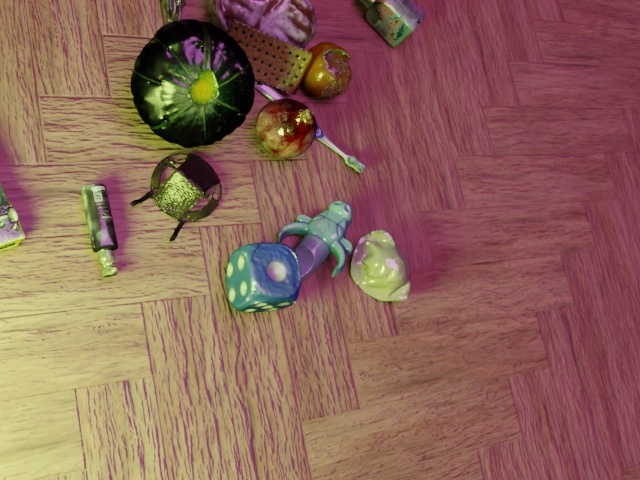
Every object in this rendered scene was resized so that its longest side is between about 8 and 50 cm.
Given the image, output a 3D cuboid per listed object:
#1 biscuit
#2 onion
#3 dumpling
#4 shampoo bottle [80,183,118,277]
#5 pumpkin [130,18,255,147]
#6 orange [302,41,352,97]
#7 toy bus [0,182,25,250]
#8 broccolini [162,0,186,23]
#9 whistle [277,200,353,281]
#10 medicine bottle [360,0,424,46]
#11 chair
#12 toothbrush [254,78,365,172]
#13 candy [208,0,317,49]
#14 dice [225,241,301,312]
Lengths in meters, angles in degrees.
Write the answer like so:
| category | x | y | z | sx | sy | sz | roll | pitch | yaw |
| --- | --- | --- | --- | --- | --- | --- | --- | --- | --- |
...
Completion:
| category | x | y | z | sx | sy | sz | roll | pitch | yaw |
| --- | --- | --- | --- | --- | --- | --- | --- | --- | --- |
| biscuit | -0.143 | -0.472 | 1.936 | 0.231 | 0.139 | 0.016 | 18 | 36 | -19 |
| onion | -0.075 | -0.291 | 1.895 | 0.159 | 0.195 | 0.160 | 5 | 81 | -30 |
| dumpling | 0.156 | 0.075 | 1.959 | 0.155 | 0.111 | 0.181 | -17 | 73 | 0 |
| shampoo bottle | -0.484 | -0.021 | 1.661 | 0.057 | 0.063 | 0.208 | -11 | 80 | -19 |
| pumpkin | -0.308 | -0.373 | 1.785 | 0.295 | 0.296 | 0.296 | 9 | 70 | -26 |
| orange | 0.018 | -0.465 | 2.041 | 0.156 | 0.134 | 0.157 | 4 | 75 | -15 |
| toy bus | -0.698 | -0.088 | 1.561 | 0.081 | 0.074 | 0.226 | -25 | 86 | -33 |
| broccolini | -0.366 | -0.540 | 1.914 | 0.067 | 0.058 | 0.216 | -11 | 85 | 11 |
| whistle | 0.000 | 0.000 | 1.903 | 0.186 | 0.093 | 0.274 | 31 | 61 | 14 |
| medicine bottle | 0.201 | -0.681 | 2.215 | 0.188 | 0.119 | 0.094 | 43 | 59 | -10 |
| chair | -0.326 | -0.120 | 1.769 | 0.174 | 0.149 | 0.213 | 42 | 17 | -7 |
| toothbrush | -0.031 | -0.309 | 2.024 | 0.386 | 0.040 | 0.040 | 39 | 60 | -8 |
| candy | -0.147 | -0.591 | 1.952 | 0.289 | 0.157 | 0.214 | 25 | 96 | -26 |
| dice | -0.136 | 0.088 | 1.765 | 0.143 | 0.146 | 0.147 | 3 | 72 | -30 |
